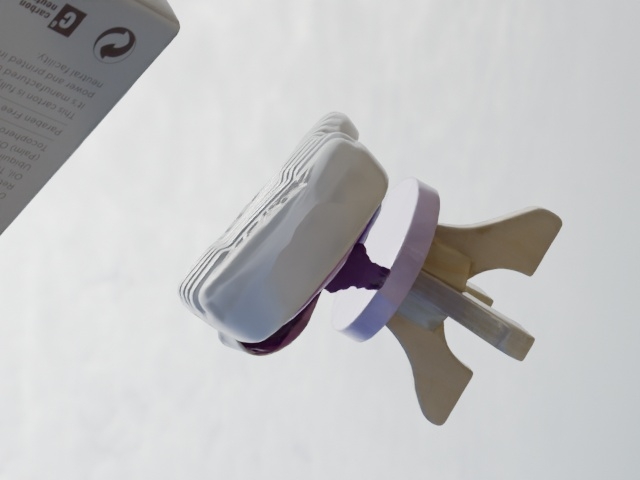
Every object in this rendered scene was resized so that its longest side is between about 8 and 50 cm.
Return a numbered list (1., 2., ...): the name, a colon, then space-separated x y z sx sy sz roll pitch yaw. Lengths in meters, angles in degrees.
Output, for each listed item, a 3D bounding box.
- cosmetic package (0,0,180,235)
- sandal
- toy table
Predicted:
1. cosmetic package: -0.324 -0.075 0.810 0.161 0.453 0.230 23 -152 -48
2. sandal: -0.011 0.011 0.778 0.169 0.102 0.416 -47 5 6
3. toy table: 0.120 0.050 1.253 0.252 0.160 0.274 -59 8 18
